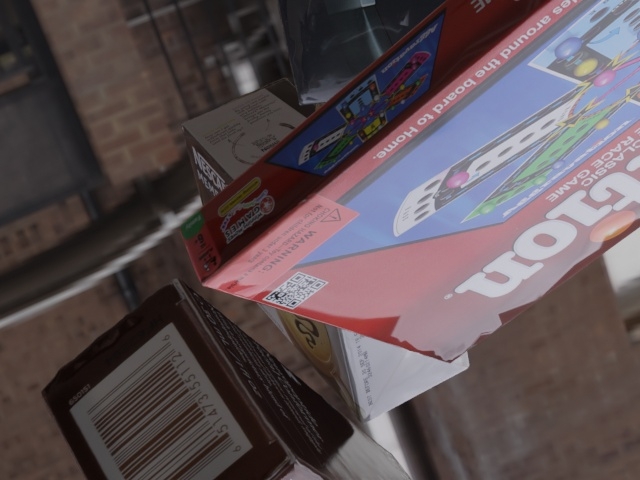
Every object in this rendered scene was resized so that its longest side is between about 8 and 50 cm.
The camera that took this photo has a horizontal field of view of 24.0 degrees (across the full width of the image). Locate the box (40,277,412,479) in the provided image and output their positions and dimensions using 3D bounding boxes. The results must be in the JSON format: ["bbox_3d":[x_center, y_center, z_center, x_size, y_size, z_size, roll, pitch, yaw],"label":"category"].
[{"bbox_3d":[-0.024,0.206,1.151,0.143,0.381,0.191,-40,-128,2],"label":"box"}]

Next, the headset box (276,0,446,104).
[{"bbox_3d":[0.096,-0.208,0.731,0.246,0.283,0.131,-5,-165,31],"label":"headset box"}]

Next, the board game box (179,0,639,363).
[{"bbox_3d":[0.104,-0.060,0.457,0.281,0.145,0.027,-39,-122,22],"label":"board game box"}]

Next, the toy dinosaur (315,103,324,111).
[{"bbox_3d":[0.007,-0.059,1.054,0.053,0.183,0.092,-16,-174,42],"label":"toy dinosaur"}]

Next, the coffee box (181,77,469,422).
[{"bbox_3d":[0.000,0.000,1.359,0.118,0.168,0.297,-26,-140,-16],"label":"coffee box"}]
